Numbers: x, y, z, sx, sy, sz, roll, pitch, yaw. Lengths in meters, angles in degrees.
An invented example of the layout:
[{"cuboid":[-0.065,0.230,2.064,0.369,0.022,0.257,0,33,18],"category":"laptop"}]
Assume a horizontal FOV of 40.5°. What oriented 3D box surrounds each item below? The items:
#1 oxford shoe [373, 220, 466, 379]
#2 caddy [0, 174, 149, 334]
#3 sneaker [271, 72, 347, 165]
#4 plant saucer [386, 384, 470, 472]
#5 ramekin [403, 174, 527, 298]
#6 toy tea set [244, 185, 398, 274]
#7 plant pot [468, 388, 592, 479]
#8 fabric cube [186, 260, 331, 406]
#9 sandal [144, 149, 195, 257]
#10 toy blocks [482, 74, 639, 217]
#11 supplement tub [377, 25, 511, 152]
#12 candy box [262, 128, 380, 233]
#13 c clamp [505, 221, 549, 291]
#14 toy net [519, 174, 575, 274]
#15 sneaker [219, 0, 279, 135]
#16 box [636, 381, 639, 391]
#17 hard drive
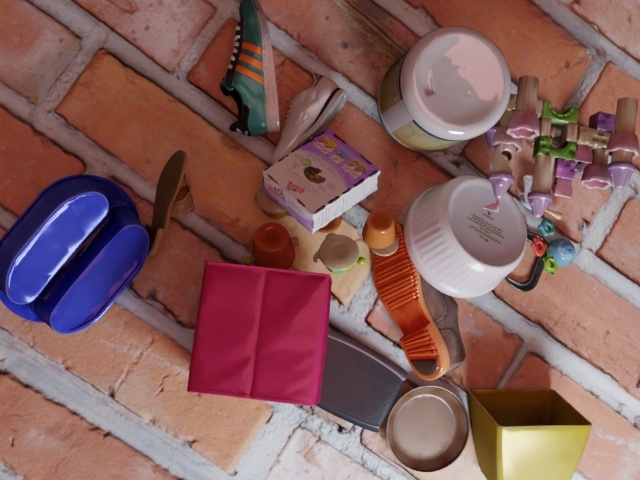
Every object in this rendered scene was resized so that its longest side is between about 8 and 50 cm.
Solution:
[{"cuboid":[0.223,0.125,1.955,0.132,0.130,0.364,-13,83,-42],"category":"oxford shoe"},{"cuboid":[-0.516,0.026,1.795,0.241,0.179,0.341,43,82,-28],"category":"caddy"},{"cuboid":[-0.042,-0.260,1.929,0.094,0.090,0.235,37,83,12],"category":"sneaker"},{"cuboid":[0.240,0.425,1.970,0.198,0.036,0.199,0,91,-11],"category":"plant saucer"},{"cuboid":[0.328,-0.019,1.898,0.272,0.127,0.273,11,64,-24],"category":"ramekin"},{"cuboid":[0.000,0.000,1.902,0.335,0.124,0.200,13,60,8],"category":"toy tea set"},{"cuboid":[0.451,0.456,1.932,0.212,0.212,0.187,1,102,-9],"category":"plant pot"},{"cuboid":[-0.115,0.192,1.783,0.258,0.254,0.258,6,84,4],"category":"fabric cube"},{"cuboid":[-0.315,-0.073,1.889,0.079,0.088,0.240,18,93,-39],"category":"sandal"},{"cuboid":[0.495,-0.164,1.874,0.288,0.309,0.260,10,80,-7],"category":"toy blocks"},{"cuboid":[0.249,-0.309,1.847,0.228,0.316,0.229,0,89,-9],"category":"supplement tub"},{"cuboid":[0.000,-0.129,1.867,0.196,0.070,0.165,-35,61,-26],"category":"candy box"},{"cuboid":[0.466,0.034,2.027,0.137,0.022,0.161,18,85,-13],"category":"c clamp"},{"cuboid":[0.508,-0.038,2.013,0.122,0.045,0.232,-25,86,-24],"category":"toy net"},{"cuboid":[-0.164,-0.378,1.890,0.120,0.108,0.302,-7,87,-7],"category":"sneaker"},{"cuboid":[0.872,0.242,2.063,0.063,0.067,0.324,37,85,-7],"category":"box"},{"cuboid":[0.057,0.308,1.937,0.254,0.054,0.172,29,85,-7],"category":"hard drive"}]
